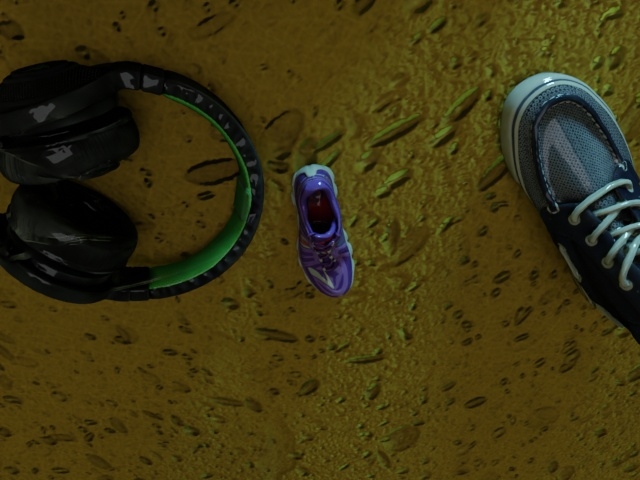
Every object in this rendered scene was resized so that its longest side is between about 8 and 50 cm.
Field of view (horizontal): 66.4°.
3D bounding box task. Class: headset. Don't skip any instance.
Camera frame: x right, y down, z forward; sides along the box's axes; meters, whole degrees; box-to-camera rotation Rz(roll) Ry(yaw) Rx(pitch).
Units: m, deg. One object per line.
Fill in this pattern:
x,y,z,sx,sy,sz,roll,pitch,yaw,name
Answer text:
-0.244,-0.041,0.454,0.394,0.185,0.243,3,117,-19,headset

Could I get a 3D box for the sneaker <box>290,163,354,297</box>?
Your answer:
0.000,0.000,0.561,0.068,0.071,0.170,-14,118,2,sneaker

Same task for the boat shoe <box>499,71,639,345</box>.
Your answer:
0.321,-0.022,0.531,0.127,0.158,0.340,-35,115,12,boat shoe
